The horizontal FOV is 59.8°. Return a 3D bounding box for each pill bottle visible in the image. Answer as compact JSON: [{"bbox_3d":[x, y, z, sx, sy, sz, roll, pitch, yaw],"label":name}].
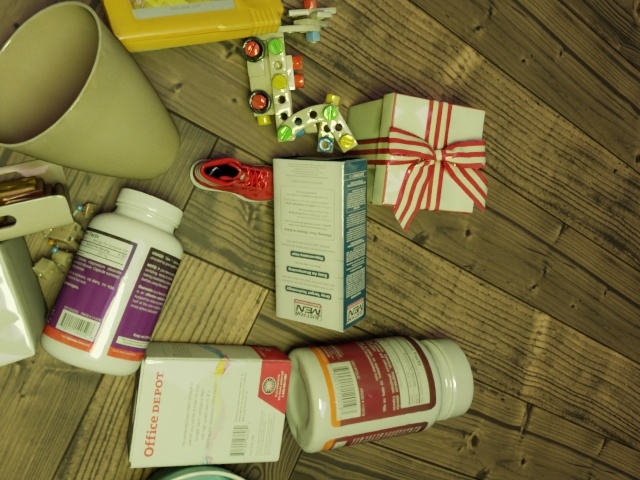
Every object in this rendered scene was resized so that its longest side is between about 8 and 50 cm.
[{"bbox_3d":[0.131,0.334,1.265,0.392,0.224,0.224,-2,97,-22],"label":"pill bottle"},{"bbox_3d":[-0.373,0.075,1.040,0.181,0.181,0.323,24,79,-23],"label":"pill bottle"}]

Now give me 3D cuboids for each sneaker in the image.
[{"bbox_3d":[-0.149,-0.121,1.146,0.221,0.128,0.087,1,96,-22],"label":"sneaker"}]

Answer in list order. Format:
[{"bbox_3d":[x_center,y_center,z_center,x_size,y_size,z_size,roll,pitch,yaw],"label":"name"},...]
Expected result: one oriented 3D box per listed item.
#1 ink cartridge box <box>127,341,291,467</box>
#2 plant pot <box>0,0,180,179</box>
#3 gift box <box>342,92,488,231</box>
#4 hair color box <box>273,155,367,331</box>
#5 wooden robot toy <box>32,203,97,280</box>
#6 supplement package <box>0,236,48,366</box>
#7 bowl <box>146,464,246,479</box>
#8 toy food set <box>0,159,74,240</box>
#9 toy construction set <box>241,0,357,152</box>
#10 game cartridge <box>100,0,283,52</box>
[{"bbox_3d":[-0.232,0.337,1.168,0.306,0.131,0.226,8,94,-21],"label":"ink cartridge box"},{"bbox_3d":[-0.380,-0.215,0.968,0.256,0.256,0.274,-60,149,-5],"label":"plant pot"},{"bbox_3d":[0.206,-0.162,1.217,0.255,0.258,0.276,-1,96,-22],"label":"gift box"},{"bbox_3d":[0.000,0.000,1.173,0.105,0.174,0.347,-18,112,-55],"label":"hair color box"},{"bbox_3d":[-0.498,-0.007,1.062,0.079,0.076,0.173,15,66,14],"label":"wooden robot toy"},{"bbox_3d":[-0.570,0.098,0.912,0.177,0.293,0.175,-17,103,-19],"label":"supplement package"},{"bbox_3d":[-0.275,0.588,1.161,0.311,0.163,0.312,-4,100,-22],"label":"bowl"},{"bbox_3d":[-0.533,-0.074,0.907,0.219,0.306,0.092,-17,116,-20],"label":"toy food set"},{"bbox_3d":[-0.043,-0.338,1.152,0.215,0.151,0.328,-5,91,3],"label":"toy construction set"},{"bbox_3d":[-0.255,-0.501,1.042,0.323,0.053,0.285,-16,78,-19],"label":"game cartridge"}]
